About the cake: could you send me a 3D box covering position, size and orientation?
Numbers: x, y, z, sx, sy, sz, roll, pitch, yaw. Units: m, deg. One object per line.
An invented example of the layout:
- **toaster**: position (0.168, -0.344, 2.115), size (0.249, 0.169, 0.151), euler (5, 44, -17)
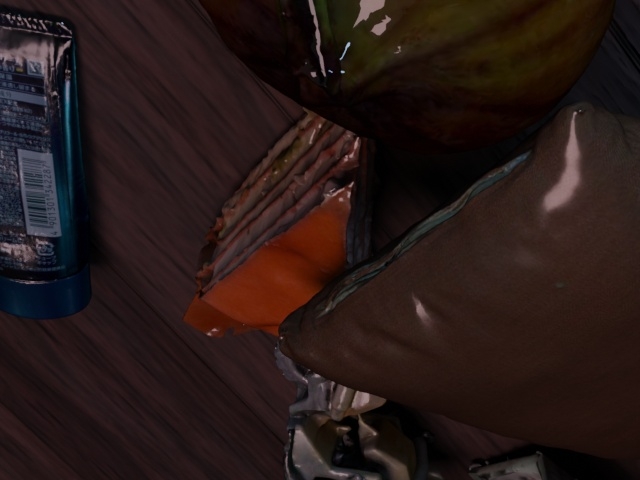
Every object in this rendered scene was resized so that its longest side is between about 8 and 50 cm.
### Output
- **cake**: position (0.003, -0.005, 1.271), size (0.135, 0.098, 0.287), euler (28, 148, -4)

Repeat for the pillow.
- **pillow**: position (0.178, 0.036, 1.170), size (0.305, 0.108, 0.308), euler (18, 145, -26)

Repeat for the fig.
- **fig**: position (0.036, -0.148, 0.992), size (0.235, 0.214, 0.235), euler (8, 165, 2)

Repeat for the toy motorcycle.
- **toy motorcycle**: position (0.034, 0.147, 1.453), size (0.129, 0.094, 0.229), euler (8, 128, 14)

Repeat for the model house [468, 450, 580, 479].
- **model house**: position (0.179, 0.305, 1.457), size (0.224, 0.215, 0.198), euler (39, 173, -18)

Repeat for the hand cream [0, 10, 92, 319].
- **hand cream**: position (-0.217, -0.054, 1.367), size (0.120, 0.061, 0.270), euler (12, 137, 14)
